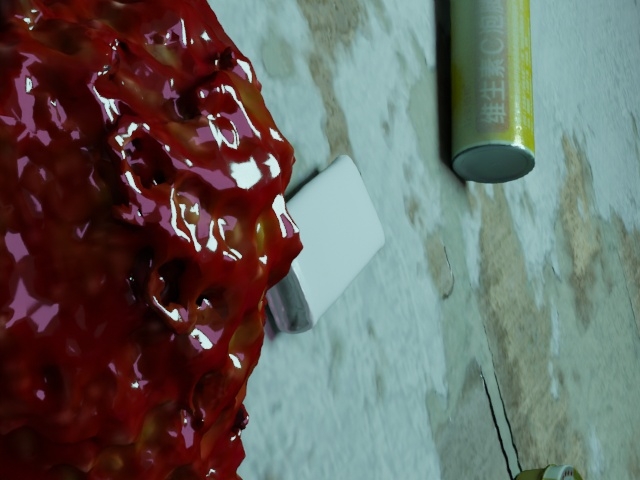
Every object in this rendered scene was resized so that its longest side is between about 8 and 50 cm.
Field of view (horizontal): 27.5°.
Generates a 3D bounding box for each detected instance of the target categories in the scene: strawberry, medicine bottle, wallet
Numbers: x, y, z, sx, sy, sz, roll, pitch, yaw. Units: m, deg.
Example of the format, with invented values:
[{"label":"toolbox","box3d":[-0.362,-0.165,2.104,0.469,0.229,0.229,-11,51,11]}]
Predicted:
[{"label":"strawberry","box3d":[-0.057,0.017,0.451,0.190,0.111,0.237,-35,116,-67]},{"label":"medicine bottle","box3d":[0.129,-0.152,0.993,0.074,0.074,0.218,40,45,-53]},{"label":"wallet","box3d":[0.000,0.000,0.697,0.122,0.025,0.061,-46,122,-61]}]

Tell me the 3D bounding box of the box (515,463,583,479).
[{"label":"box","box3d":[0.171,0.216,0.951,0.105,0.037,0.106,41,43,-53]}]
